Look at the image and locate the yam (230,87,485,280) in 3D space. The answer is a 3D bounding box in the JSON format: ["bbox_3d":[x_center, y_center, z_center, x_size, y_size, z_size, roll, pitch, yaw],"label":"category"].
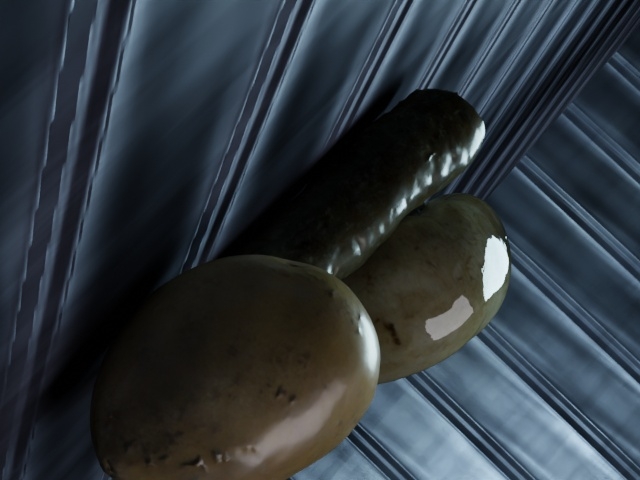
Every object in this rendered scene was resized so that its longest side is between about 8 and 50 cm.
[{"bbox_3d":[0.000,0.000,0.955,0.274,0.061,0.061,-44,172,-36],"label":"yam"}]

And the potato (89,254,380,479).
[{"bbox_3d":[-0.041,0.070,0.805,0.147,0.112,0.112,-22,166,-15],"label":"potato"}]

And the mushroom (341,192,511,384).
[{"bbox_3d":[0.037,0.022,1.073,0.166,0.127,0.166,-27,179,-1],"label":"mushroom"}]
